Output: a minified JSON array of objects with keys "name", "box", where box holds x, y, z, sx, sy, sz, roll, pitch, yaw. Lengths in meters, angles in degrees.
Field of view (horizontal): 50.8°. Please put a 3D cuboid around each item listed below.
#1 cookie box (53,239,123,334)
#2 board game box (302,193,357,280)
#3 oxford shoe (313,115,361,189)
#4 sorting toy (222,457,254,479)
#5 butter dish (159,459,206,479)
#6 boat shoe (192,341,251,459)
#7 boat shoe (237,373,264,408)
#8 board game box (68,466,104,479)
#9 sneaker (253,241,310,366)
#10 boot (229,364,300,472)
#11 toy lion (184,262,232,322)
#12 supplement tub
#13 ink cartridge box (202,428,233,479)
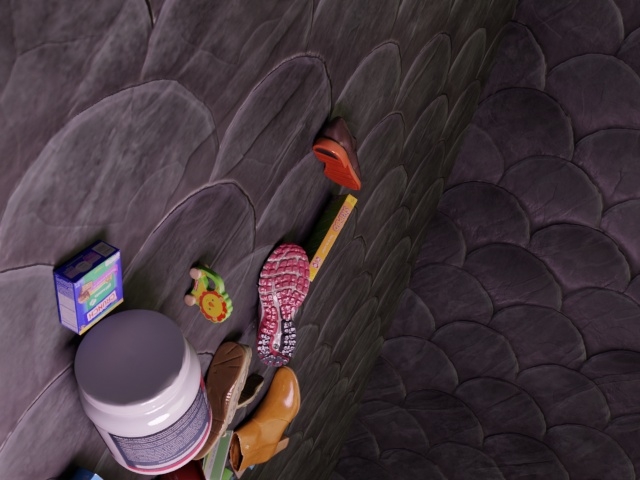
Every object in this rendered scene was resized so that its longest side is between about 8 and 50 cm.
[{"name":"cookie box","box":[-0.332,0.068,0.974,0.092,0.040,0.107,-46,156,-45]},{"name":"board game box","box":[0.000,0.000,1.714,0.259,0.039,0.124,-58,-164,-8]},{"name":"oxford shoe","box":[0.062,-0.199,1.608,0.098,0.097,0.271,-66,163,-12]},{"name":"sorting toy","box":[-0.208,0.648,2.114,0.347,0.047,0.196,-53,159,-30]},{"name":"butter dish","box":[-0.344,0.586,1.566,0.160,0.118,0.160,-67,-155,7]},{"name":"boat shoe","box":[-0.234,0.374,1.570,0.285,0.105,0.089,-63,159,-1]},{"name":"boat shoe","box":[-0.200,0.413,1.802,0.153,0.056,0.048,-44,150,-63]},{"name":"board game box","box":[-0.399,0.616,1.170,0.086,0.308,0.302,-12,-145,53]},{"name":"sneaker","box":[-0.107,0.147,1.626,0.112,0.121,0.299,-133,-125,-71]},{"name":"boot","box":[-0.169,0.528,1.985,0.211,0.104,0.295,-8,109,-50]},{"name":"toy lion","box":[-0.208,0.104,1.279,0.034,0.096,0.100,-35,146,-56]},{"name":"supplement tub","box":[-0.287,0.255,1.117,0.191,0.191,0.272,-52,159,-32]},{"name":"ink cartridge box","box":[-0.262,0.539,1.706,0.171,0.056,0.235,-82,-173,-58]}]
